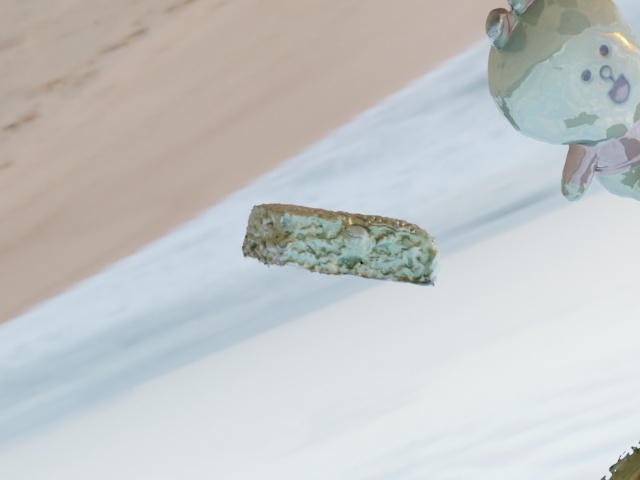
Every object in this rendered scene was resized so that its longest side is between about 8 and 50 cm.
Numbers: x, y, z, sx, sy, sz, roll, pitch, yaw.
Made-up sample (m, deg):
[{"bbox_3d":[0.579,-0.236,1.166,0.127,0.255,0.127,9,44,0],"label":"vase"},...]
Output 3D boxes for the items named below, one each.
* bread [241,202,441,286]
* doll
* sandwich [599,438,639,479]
[{"bbox_3d":[0.000,0.000,1.525,0.232,0.064,0.172,6,-179,34],"label":"bread"},{"bbox_3d":[0.226,-0.123,1.346,0.155,0.275,0.113,-56,-157,-7],"label":"doll"},{"bbox_3d":[0.357,0.198,1.237,0.245,0.212,0.063,-53,-175,21],"label":"sandwich"}]
